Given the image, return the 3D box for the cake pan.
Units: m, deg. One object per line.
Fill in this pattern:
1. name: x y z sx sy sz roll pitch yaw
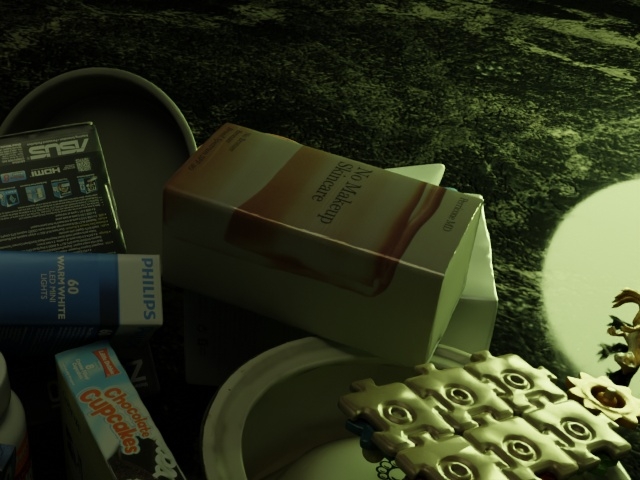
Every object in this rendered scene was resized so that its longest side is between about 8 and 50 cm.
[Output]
1. cake pan: -0.271 -0.060 1.257 0.293 0.293 0.054 20 0 18

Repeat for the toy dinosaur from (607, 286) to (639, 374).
1. toy dinosaur: 0.435 0.107 1.342 0.211 0.064 0.112 -28 66 -25

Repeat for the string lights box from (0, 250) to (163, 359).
1. string lights box: -0.294 0.066 1.004 0.259 0.133 0.077 2 69 -22

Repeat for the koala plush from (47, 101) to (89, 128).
1. koala plush: -0.303 -0.065 1.367 0.196 0.203 0.221 -5 61 12

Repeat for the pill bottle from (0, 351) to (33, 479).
1. pill bottle: -0.329 0.201 0.957 0.121 0.221 0.121 4 37 -3

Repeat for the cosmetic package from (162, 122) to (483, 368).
1. cosmetic package: 0.000 0.000 1.071 0.296 0.129 0.153 17 38 13

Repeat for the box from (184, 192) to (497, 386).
1. box: 0.021 0.054 1.248 0.345 0.168 0.215 5 36 -1

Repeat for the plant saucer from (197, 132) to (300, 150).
1. plant saucer: -0.092 -0.081 1.460 0.199 0.037 0.200 4 41 -3

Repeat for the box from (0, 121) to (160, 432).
1. box: -0.397 0.061 1.093 0.394 0.097 0.318 -13 79 -23

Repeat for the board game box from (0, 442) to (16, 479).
1. board game box: -0.382 0.231 0.862 0.243 0.165 0.042 10 18 0

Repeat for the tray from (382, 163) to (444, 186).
1. tray: 0.032 -0.033 1.391 0.270 0.145 0.030 -7 51 -18

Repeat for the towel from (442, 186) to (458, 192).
1. towel: 0.180 -0.035 1.505 0.067 0.029 0.119 1 36 -7

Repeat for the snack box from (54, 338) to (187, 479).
1. snack box: -0.157 0.261 0.931 0.060 0.187 0.322 -15 42 -26

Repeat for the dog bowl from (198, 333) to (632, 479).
1. dog bowl: 0.080 0.261 0.948 0.407 0.150 0.408 11 29 -6

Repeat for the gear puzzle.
1. gear puzzle: 0.178 0.172 0.962 0.339 0.044 0.175 -7 33 -39
